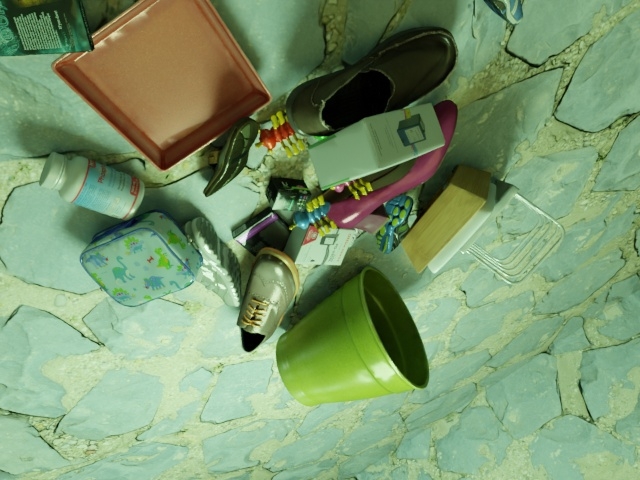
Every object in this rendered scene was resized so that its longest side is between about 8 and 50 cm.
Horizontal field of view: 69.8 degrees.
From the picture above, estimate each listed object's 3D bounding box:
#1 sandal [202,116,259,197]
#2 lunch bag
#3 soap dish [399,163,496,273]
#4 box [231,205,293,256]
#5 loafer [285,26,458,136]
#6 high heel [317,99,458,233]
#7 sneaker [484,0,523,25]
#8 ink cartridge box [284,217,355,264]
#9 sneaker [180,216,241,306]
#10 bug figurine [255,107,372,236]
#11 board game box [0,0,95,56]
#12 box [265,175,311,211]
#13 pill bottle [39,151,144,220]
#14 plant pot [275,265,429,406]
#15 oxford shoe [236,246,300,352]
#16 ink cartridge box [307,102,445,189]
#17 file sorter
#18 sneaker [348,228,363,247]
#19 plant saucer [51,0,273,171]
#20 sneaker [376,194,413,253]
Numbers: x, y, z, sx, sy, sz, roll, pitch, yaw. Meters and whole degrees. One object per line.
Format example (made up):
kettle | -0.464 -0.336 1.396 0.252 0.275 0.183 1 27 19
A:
sandal | -0.188 -0.168 0.900 0.090 0.060 0.219 -40 172 -39
lunch bag | -0.369 0.036 0.952 0.219 0.090 0.176 -21 122 21
soap dish | 0.317 -0.065 1.132 0.228 0.118 0.291 -54 174 28
box | -0.125 -0.003 1.134 0.116 0.029 0.162 -33 136 8
loafer | 0.120 -0.283 0.859 0.366 0.130 0.133 -31 123 -9
high heel | 0.143 -0.170 1.035 0.182 0.127 0.377 17 119 -30
sneaker | 0.335 -0.482 0.843 0.081 0.080 0.211 -41 137 20
ink cartridge box | 0.000 0.000 1.145 0.151 0.063 0.109 4 118 -39
sneaker | -0.272 0.060 1.092 0.116 0.105 0.281 -15 131 8
bug figurine | -0.008 -0.158 0.968 0.216 0.072 0.278 -28 116 -14
board game box | -0.398 -0.350 0.617 0.126 0.026 0.186 -7 123 -10
box | -0.072 -0.103 1.033 0.084 0.062 0.052 2 130 -28
pill bottle | -0.419 -0.101 0.846 0.160 0.087 0.087 23 119 -41
plant pot | 0.071 0.314 1.349 0.353 0.366 0.366 -29 140 21
oxford shoe | -0.141 0.165 1.167 0.130 0.132 0.363 21 137 7
ink cartridge box | 0.108 -0.178 0.864 0.213 0.093 0.154 -23 -174 -40
file sorter | 0.477 -0.026 1.180 0.192 0.173 0.278 -54 175 16
sneaker | 0.101 -0.024 1.216 0.069 0.038 0.098 -11 136 -16
plant saucer | -0.254 -0.275 0.784 0.259 0.047 0.258 -31 138 7
sneaker | 0.206 -0.047 1.238 0.078 0.067 0.188 -23 141 -36
